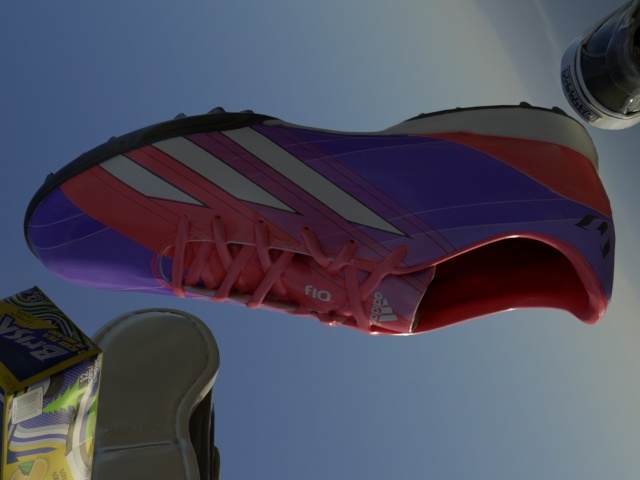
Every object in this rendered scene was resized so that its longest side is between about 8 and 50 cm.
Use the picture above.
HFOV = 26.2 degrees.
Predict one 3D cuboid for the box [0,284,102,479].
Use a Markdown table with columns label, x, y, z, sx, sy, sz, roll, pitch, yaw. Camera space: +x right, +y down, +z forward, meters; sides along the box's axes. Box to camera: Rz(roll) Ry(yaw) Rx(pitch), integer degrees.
| label | x | y | z | sx | sy | sz | roll | pitch | yaw |
| --- | --- | --- | --- | --- | --- | --- | --- | --- | --- |
| box | -0.150 | 0.108 | 0.675 | 0.059 | 0.054 | 0.169 | 38 | 134 | 30 |

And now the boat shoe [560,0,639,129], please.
| label | x | y | z | sx | sy | sz | roll | pitch | yaw |
| --- | --- | --- | --- | --- | --- | --- | --- | --- | --- |
| boat shoe | 0.224 | -0.136 | 0.739 | 0.078 | 0.219 | 0.070 | 50 | 157 | -2 |

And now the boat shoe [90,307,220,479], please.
| label | x | y | z | sx | sy | sz | roll | pitch | yaw |
| --- | --- | --- | --- | --- | --- | --- | --- | --- | --- |
| boat shoe | -0.132 | 0.163 | 1.068 | 0.324 | 0.116 | 0.097 | -102 | 9 | -62 |

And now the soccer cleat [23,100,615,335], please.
| label | x | y | z | sx | sy | sz | roll | pitch | yaw |
| --- | --- | --- | --- | --- | --- | --- | --- | --- | --- |
| soccer cleat | 0.000 | 0.000 | 0.734 | 0.109 | 0.318 | 0.116 | 90 | 174 | -51 |
